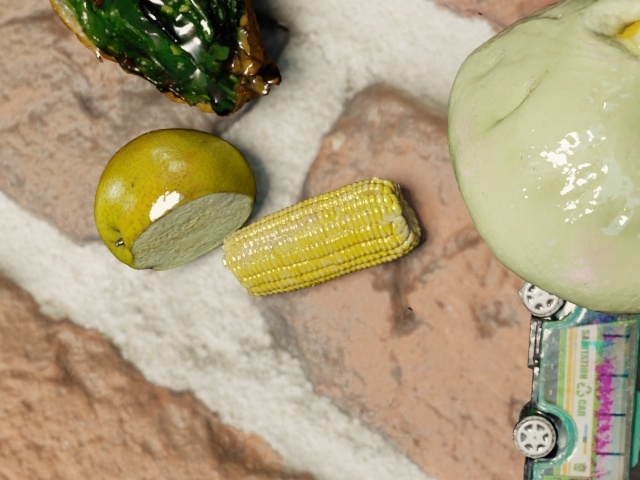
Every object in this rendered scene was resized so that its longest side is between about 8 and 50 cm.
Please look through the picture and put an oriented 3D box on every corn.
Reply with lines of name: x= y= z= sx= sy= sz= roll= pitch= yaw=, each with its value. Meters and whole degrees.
corn: x=0.000 y=0.000 z=1.352 sx=0.165 sy=0.085 sz=0.063 roll=-21 pitch=59 yaw=17

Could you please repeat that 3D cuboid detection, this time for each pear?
pear: x=-0.131 y=-0.045 z=1.344 sx=0.141 sy=0.141 sz=0.104 roll=-38 pitch=71 yaw=12

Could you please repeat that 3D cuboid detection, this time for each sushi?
sushi: x=-0.142 y=-0.212 z=1.327 sx=0.287 sy=0.140 sz=0.149 roll=34 pitch=107 yaw=6

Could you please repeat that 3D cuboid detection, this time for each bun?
bun: x=0.241 y=-0.086 z=1.195 sx=0.283 sy=0.179 sz=0.283 roll=2 pitch=64 yaw=-3

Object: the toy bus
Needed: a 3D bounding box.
toy bus: x=0.215 y=0.098 z=1.308 sx=0.109 sy=0.091 sz=0.261 roll=3 pitch=97 yaw=5
